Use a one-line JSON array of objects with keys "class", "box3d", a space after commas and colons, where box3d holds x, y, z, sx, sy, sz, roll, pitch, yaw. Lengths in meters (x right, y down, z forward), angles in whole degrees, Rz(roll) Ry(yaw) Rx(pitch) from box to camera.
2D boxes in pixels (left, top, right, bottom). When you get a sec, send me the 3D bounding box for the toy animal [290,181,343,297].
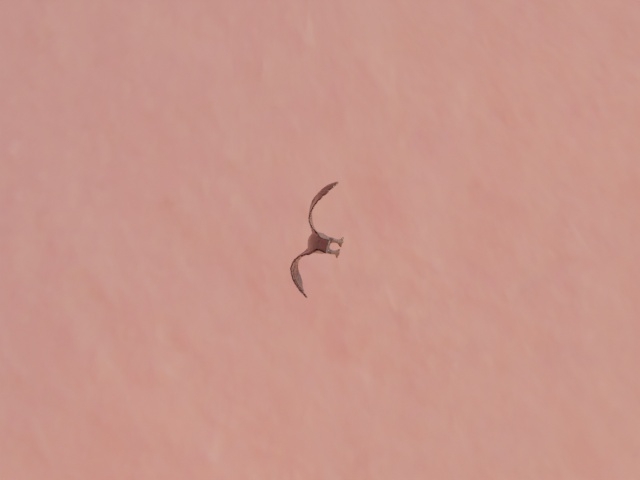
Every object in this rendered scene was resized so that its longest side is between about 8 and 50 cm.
[{"class": "toy animal", "box3d": [0.001, 0.001, 1.077, 0.028, 0.050, 0.084, 16, 86, 16]}]
